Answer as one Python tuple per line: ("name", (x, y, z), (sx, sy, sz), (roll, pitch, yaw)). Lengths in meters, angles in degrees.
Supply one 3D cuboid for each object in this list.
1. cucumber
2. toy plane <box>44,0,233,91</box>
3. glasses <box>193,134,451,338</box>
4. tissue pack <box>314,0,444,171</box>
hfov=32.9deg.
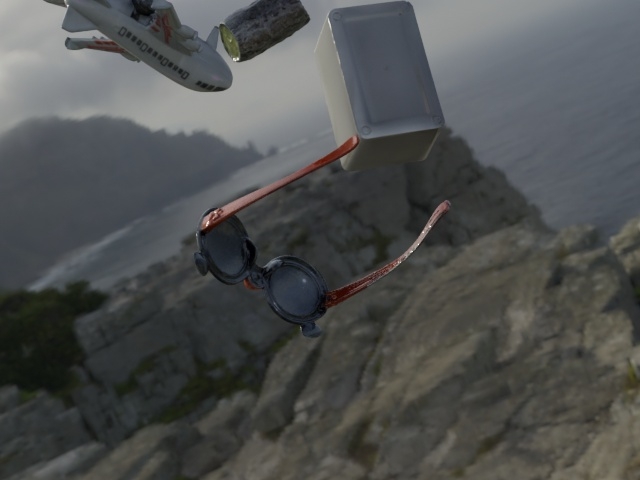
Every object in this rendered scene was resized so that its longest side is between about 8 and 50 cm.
("cucumber", (-0.065, -0.263, 1.318), (0.112, 0.064, 0.064), (-30, 9, -11))
("toy plane", (-0.143, -0.173, 0.909), (0.171, 0.066, 0.162), (17, -13, -35))
("glasses", (0.000, 0.000, 1.354), (0.268, 0.234, 0.118), (-28, 40, 38))
("tissue pack", (0.097, -0.263, 1.844), (0.159, 0.246, 0.136), (-9, -17, -12))
